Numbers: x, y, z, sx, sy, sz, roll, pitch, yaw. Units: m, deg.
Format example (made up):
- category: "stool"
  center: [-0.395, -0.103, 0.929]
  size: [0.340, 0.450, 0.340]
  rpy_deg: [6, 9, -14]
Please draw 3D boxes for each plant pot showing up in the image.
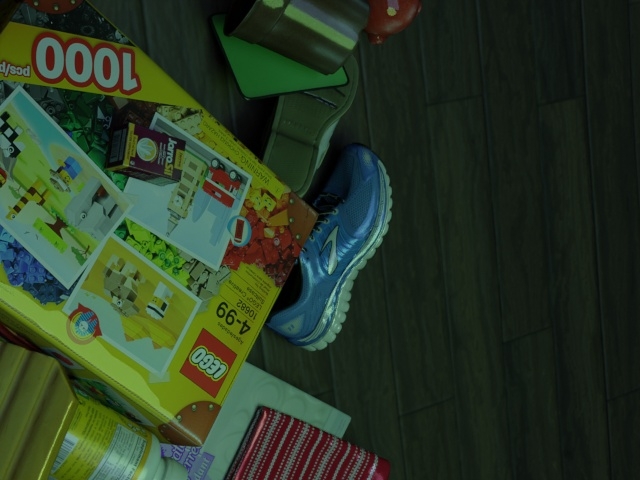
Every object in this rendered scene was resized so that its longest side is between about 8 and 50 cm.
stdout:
- category: "plant pot"
  center: [-0.028, -0.329, 1.684]
  size: [0.165, 0.167, 0.167]
  rpy_deg: [27, 82, -19]

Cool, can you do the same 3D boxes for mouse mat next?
- category: "mouse mat"
  center: [-0.060, -0.283, 1.738]
  size: [0.190, 0.007, 0.152]
  rpy_deg: [-12, 70, -31]

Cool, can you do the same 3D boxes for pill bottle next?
- category: "pill bottle"
  center: [-0.274, 0.270, 1.456]
  size: [0.208, 0.117, 0.117]
  rpy_deg: [35, 78, -19]

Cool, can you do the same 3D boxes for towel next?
- category: "towel"
  center: [-0.024, 0.387, 1.788]
  size: [0.275, 0.031, 0.198]
  rpy_deg: [30, 81, -33]

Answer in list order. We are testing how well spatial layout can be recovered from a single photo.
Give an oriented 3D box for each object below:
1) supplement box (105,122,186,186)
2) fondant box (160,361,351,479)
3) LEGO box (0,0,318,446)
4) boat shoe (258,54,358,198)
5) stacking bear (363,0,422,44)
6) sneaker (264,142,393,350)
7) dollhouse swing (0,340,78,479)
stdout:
- category: "supplement box"
  center: [-0.209, -0.102, 1.401]
  size: [0.083, 0.043, 0.055]
  rpy_deg: [15, 75, -40]
- category: "fondant box"
  center: [-0.143, 0.304, 1.772]
  size: [0.330, 0.096, 0.238]
  rpy_deg: [31, 80, -31]
- category: "LEGO box"
  center: [-0.293, -0.027, 1.481]
  size: [0.500, 0.193, 0.372]
  rpy_deg: [42, 61, -31]
- category: "boat shoe"
  center: [-0.035, -0.168, 1.760]
  size: [0.113, 0.103, 0.302]
  rpy_deg: [29, 59, -7]
- category: "stacking bear"
  center: [0.052, -0.435, 1.753]
  size: [0.175, 0.164, 0.289]
  rpy_deg: [-45, 122, -19]
- category: "sneaker"
  center: [0.000, 0.000, 1.796]
  size: [0.147, 0.130, 0.330]
  rpy_deg: [24, 85, -35]
- category: "dollhouse swing"
  center: [-0.472, 0.237, 1.243]
  size: [0.347, 0.315, 0.304]
  rpy_deg: [17, 86, 10]
